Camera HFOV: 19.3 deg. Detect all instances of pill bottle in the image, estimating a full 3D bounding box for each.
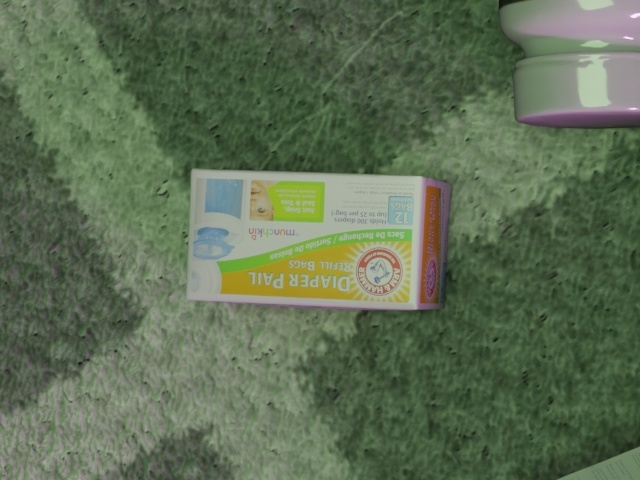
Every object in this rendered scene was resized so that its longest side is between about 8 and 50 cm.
[{"bbox_3d":[0.221,-0.236,1.488,0.161,0.161,0.283,0,88,16],"label":"pill bottle"}]

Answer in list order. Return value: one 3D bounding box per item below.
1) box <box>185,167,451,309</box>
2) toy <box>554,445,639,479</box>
[{"bbox_3d":[0.000,0.000,1.576,0.203,0.103,0.114,1,89,16],"label":"box"},{"bbox_3d":[0.295,0.195,1.497,0.237,0.056,0.137,-27,117,19],"label":"toy"}]
